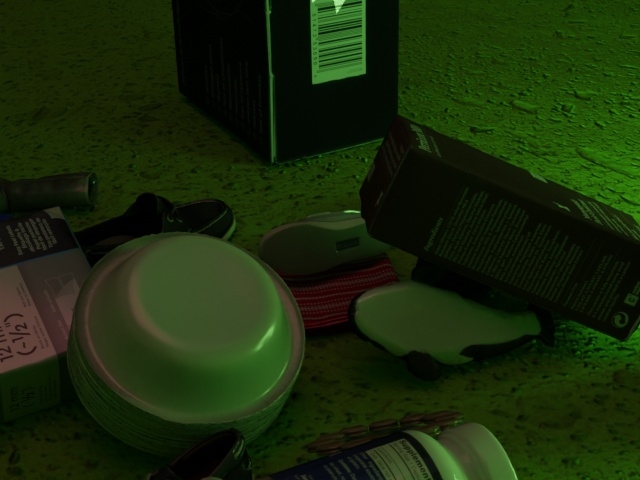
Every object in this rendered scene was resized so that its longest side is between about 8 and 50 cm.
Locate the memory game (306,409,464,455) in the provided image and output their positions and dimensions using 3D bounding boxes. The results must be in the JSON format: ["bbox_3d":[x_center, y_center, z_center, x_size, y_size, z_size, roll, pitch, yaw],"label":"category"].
[{"bbox_3d":[0.075,0.219,1.277,0.186,0.012,0.186,-11,-3,-1],"label":"memory game"}]

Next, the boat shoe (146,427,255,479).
[{"bbox_3d":[-0.177,0.280,1.217,0.233,0.079,0.084,-24,36,-31],"label":"boat shoe"}]

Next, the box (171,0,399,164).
[{"bbox_3d":[-0.083,-0.468,2.193,0.297,0.480,0.471,-16,31,-26],"label":"box"}]

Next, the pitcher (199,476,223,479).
[{"bbox_3d":[-0.092,0.332,1.008,0.125,0.178,0.207,12,14,-36],"label":"pitcher"}]

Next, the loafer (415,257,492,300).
[{"bbox_3d":[0.263,0.011,1.659,0.302,0.095,0.109,-22,33,-32],"label":"loafer"}]

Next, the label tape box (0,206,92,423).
[{"bbox_3d":[-0.457,0.114,1.437,0.347,0.115,0.249,-15,52,-26],"label":"label tape box"}]

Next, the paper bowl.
[{"bbox_3d":[-0.157,0.107,1.349,0.284,0.148,0.284,10,48,-11],"label":"paper bowl"}]

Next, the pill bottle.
[{"bbox_3d":[0.059,0.279,1.115,0.264,0.153,0.153,-14,30,-21],"label":"pill bottle"}]

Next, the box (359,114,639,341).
[{"bbox_3d":[0.252,-0.021,1.498,0.381,0.143,0.191,21,17,-9],"label":"box"}]

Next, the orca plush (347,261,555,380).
[{"bbox_3d":[0.163,0.104,1.493,0.287,0.151,0.102,-11,-5,-19],"label":"orca plush"}]

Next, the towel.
[{"bbox_3d":[0.018,0.059,1.665,0.198,0.031,0.275,-6,28,-8],"label":"towel"}]

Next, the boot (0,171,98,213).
[{"bbox_3d":[-0.502,-0.069,1.930,0.208,0.076,0.190,5,30,1],"label":"boot"}]

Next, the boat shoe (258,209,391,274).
[{"bbox_3d":[0.000,-0.001,1.682,0.227,0.079,0.081,-9,17,-28],"label":"boat shoe"}]

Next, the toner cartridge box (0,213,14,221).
[{"bbox_3d":[-0.602,0.066,1.666,0.165,0.075,0.348,5,29,12],"label":"toner cartridge box"}]

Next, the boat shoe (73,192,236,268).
[{"bbox_3d":[-0.273,-0.017,1.747,0.340,0.113,0.127,-23,34,-34],"label":"boat shoe"}]
